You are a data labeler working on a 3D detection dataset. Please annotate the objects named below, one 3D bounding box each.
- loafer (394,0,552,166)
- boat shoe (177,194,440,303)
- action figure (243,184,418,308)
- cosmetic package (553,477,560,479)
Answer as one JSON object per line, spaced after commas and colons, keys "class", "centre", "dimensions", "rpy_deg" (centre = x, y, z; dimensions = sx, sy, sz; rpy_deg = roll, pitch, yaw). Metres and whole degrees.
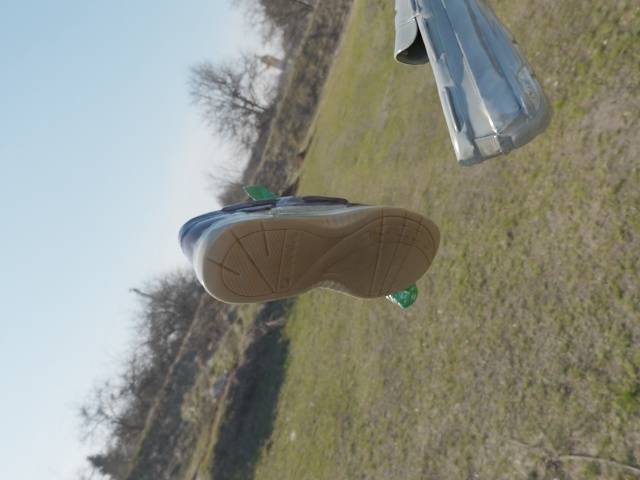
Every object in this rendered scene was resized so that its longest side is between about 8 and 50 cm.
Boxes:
{"class": "loafer", "centre": [0.119, -0.228, 0.599], "dimensions": [0.111, 0.319, 0.112], "rpy_deg": [-29, -16, 24]}
{"class": "boat shoe", "centre": [0.000, 0.000, 0.566], "dimensions": [0.092, 0.285, 0.102], "rpy_deg": [37, 121, 45]}
{"class": "action figure", "centre": [0.015, 0.016, 0.706], "dimensions": [0.063, 0.232, 0.137], "rpy_deg": [-61, -26, -1]}
{"class": "cosmetic package", "centre": [0.236, 0.481, 0.639], "dimensions": [0.365, 0.155, 0.197], "rpy_deg": [-44, 25, -7]}
